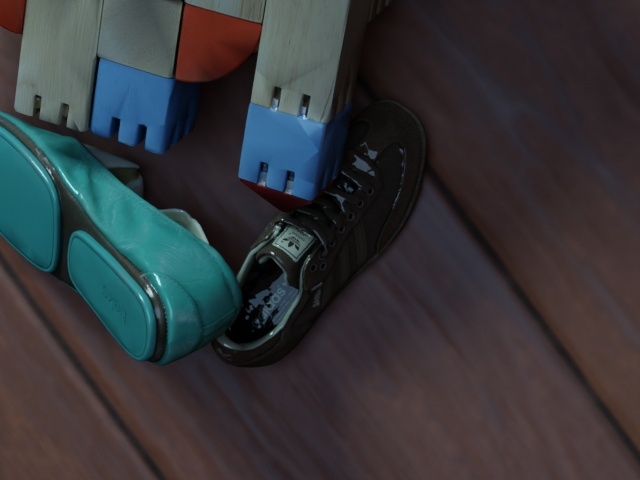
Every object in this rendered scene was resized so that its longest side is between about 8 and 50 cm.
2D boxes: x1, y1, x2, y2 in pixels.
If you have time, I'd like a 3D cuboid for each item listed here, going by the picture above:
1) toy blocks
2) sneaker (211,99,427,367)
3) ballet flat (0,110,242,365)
[{"bbox_3d":[-0.103,-0.176,1.146,0.381,0.191,0.261,18,117,14],"label":"toy blocks"},{"bbox_3d":[0.000,0.000,1.179,0.066,0.071,0.188,34,98,11],"label":"sneaker"},{"bbox_3d":[-0.130,-0.007,1.197,0.247,0.087,0.083,41,132,39],"label":"ballet flat"}]
